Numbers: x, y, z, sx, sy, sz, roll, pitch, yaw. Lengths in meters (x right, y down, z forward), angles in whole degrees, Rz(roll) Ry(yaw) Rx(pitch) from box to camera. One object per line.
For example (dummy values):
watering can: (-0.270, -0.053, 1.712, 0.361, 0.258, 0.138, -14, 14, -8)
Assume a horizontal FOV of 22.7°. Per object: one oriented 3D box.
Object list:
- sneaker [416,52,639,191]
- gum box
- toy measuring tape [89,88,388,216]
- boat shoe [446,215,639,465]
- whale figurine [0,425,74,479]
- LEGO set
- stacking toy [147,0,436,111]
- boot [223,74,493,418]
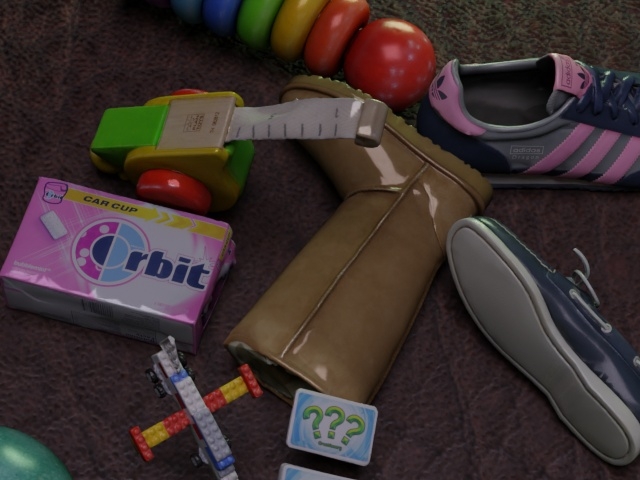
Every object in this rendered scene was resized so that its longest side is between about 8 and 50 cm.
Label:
sneaker: (0.250, -0.119, 1.482, 0.319, 0.131, 0.112, -5, 60, -7)
gum box: (-0.175, 0.023, 1.414, 0.188, 0.062, 0.107, 14, 60, 5)
toy measuring tape: (-0.066, -0.076, 1.410, 0.330, 0.121, 0.121, 0, 54, 33)
boat shoe: (0.211, 0.074, 1.384, 0.079, 0.095, 0.254, -31, 73, -32)
whale figurine: (-0.318, 0.236, 1.235, 0.272, 0.141, 0.216, -11, 61, -10)
LEGO set: (-0.069, 0.188, 1.259, 0.244, 0.060, 0.182, 17, 73, -19)
stacking toy: (-0.037, -0.230, 1.536, 0.330, 0.141, 0.141, 30, 62, 10)
boot: (0.000, 0.000, 1.425, 0.236, 0.089, 0.269, 30, 64, 14)
